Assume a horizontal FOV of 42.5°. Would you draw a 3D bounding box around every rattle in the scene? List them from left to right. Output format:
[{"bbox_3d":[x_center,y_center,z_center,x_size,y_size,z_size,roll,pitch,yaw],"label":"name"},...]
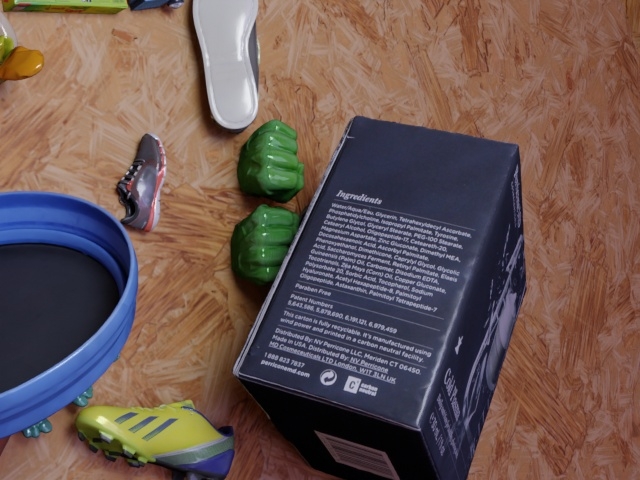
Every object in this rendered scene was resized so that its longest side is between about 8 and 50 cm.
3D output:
[{"bbox_3d":[-0.469,-0.298,1.086,0.130,0.142,0.200,-27,112,-21],"label":"rattle"}]

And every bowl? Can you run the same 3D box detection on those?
[{"bbox_3d":[-0.405,0.082,0.964,0.391,0.391,0.077,-39,139,-37],"label":"bowl"}]

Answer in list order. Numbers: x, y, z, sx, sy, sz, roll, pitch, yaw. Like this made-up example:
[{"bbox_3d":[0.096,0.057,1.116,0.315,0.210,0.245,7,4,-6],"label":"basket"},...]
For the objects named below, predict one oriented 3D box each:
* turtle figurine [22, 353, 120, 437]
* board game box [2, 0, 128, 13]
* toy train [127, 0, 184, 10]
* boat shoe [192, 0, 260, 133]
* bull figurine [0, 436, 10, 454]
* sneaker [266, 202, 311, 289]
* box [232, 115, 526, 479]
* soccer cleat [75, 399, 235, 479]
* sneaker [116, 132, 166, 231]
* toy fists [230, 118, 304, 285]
[{"bbox_3d":[-0.361,0.162,1.100,0.175,0.234,0.118,-18,56,-28],"label":"turtle figurine"},{"bbox_3d":[-0.384,-0.390,1.227,0.181,0.043,0.092,-12,95,-42],"label":"board game box"},{"bbox_3d":[-0.274,-0.459,1.312,0.105,0.080,0.184,-21,101,-35],"label":"toy train"},{"bbox_3d":[-0.156,-0.332,1.398,0.109,0.091,0.305,-4,87,-5],"label":"boat shoe"},{"bbox_3d":[-0.483,0.305,0.993,0.188,0.101,0.310,20,105,-30],"label":"bull figurine"},{"bbox_3d":[0.000,0.000,1.488,0.227,0.130,0.087,-50,120,-35],"label":"sneaker"},{"bbox_3d":[0.139,0.138,1.373,0.480,0.297,0.472,65,42,-56],"label":"box"},{"bbox_3d":[-0.249,0.293,1.269,0.289,0.093,0.121,33,60,-38],"label":"soccer cleat"},{"bbox_3d":[-0.283,-0.094,1.287,0.064,0.061,0.158,7,82,-35],"label":"sneaker"},{"bbox_3d":[-0.086,-0.063,1.388,0.096,0.142,0.279,8,81,-17],"label":"toy fists"}]
